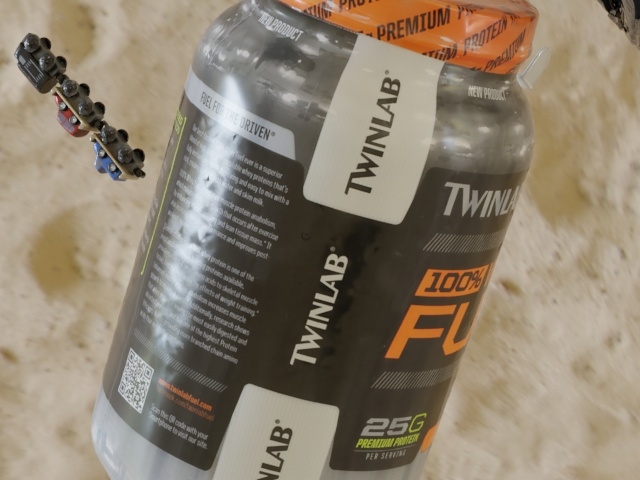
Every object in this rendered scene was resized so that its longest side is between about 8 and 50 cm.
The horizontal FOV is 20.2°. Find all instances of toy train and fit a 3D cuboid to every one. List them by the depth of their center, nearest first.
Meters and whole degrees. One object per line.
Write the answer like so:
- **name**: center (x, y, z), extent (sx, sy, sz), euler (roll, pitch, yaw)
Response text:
- **toy train**: center (-0.192, -0.102, 1.425), extent (0.036, 0.027, 0.158), euler (-46, 71, 15)

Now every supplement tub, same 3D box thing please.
- **supplement tub**: center (0.000, 0.000, 1.063), extent (0.207, 0.207, 0.338), euler (23, 108, 18)

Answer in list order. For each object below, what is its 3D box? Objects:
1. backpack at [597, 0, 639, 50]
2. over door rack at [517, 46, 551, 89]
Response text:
- **backpack**: center (0.209, -0.185, 0.980), extent (0.115, 0.182, 0.152), euler (-16, 66, -17)
- **over door rack**: center (0.122, -0.304, 1.210), extent (0.108, 0.239, 0.324), euler (15, 76, 32)
